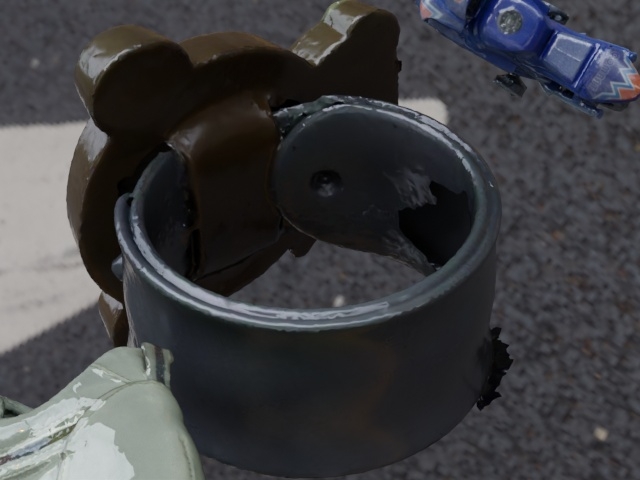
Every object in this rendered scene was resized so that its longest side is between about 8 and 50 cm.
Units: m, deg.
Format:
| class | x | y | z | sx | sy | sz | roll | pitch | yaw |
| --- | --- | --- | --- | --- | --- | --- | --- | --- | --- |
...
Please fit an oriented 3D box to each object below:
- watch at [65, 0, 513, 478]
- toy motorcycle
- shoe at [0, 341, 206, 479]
| class | x | y | z | sx | sy | sz | roll | pitch | yaw |
| --- | --- | --- | --- | --- | --- | --- | --- | --- | --- |
| watch | 0.000 | 0.000 | 1.221 | 0.335 | 0.314 | 0.327 | -25 | 47 | -28 |
| toy motorcycle | 0.144 | -0.155 | 1.189 | 0.205 | 0.114 | 0.076 | 31 | 93 | 6 |
| shoe | -0.198 | 0.195 | 0.990 | 0.342 | 0.132 | 0.210 | -30 | 51 | 25 |
